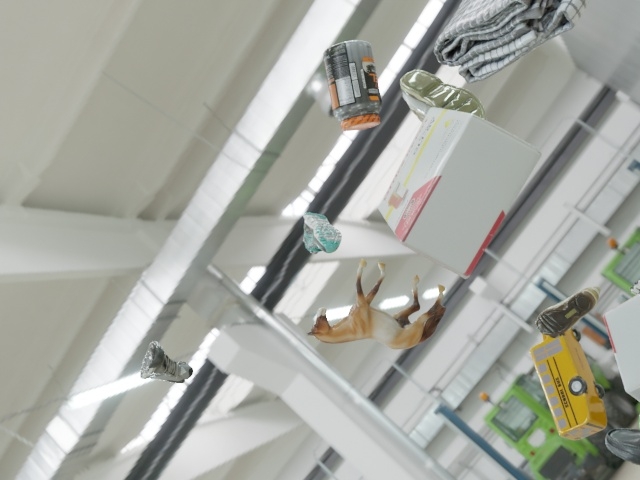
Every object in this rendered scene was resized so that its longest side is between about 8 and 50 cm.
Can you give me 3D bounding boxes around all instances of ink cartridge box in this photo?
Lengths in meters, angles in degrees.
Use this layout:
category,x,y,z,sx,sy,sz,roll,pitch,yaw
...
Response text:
category,x,y,z,sx,sy,sz,roll,pitch,yaw
ink cartridge box,0.689,0.251,1.403,0.114,0.273,0.197,-39,28,32
ink cartridge box,0.268,-0.118,1.534,0.279,0.161,0.384,-62,8,10

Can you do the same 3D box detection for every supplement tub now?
category,x,y,z,sx,sy,sz,roll,pitch,yaw
supplement tub,0.077,-0.355,1.693,0.117,0.190,0.117,-11,0,0

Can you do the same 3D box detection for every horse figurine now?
category,x,y,z,sx,sy,sz,roll,pitch,yaw
horse figurine,0.125,0.137,1.362,0.264,0.066,0.174,18,-83,-24

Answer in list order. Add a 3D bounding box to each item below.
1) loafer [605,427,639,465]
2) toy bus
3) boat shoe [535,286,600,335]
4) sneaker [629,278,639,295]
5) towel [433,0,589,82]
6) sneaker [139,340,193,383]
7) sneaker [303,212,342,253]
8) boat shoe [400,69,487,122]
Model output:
category,x,y,z,sx,sy,sz,roll,pitch,yaw
loafer,0.586,0.341,1.235,0.076,0.078,0.223,-25,13,-35
toy bus,0.692,0.377,2.063,0.108,0.332,0.130,22,-47,-38
boat shoe,0.590,0.166,1.730,0.072,0.068,0.190,-30,-9,-38
sneaker,0.924,0.115,1.988,0.078,0.106,0.234,-41,-23,-12
towel,0.310,-0.388,1.120,0.235,0.121,0.284,-57,12,-13
sneaker,-0.391,0.323,1.908,0.229,0.132,0.086,139,143,-64
sneaker,0.000,0.000,1.591,0.065,0.166,0.076,6,-69,-17
boat shoe,0.321,-0.330,1.869,0.113,0.302,0.103,-32,-43,-8
